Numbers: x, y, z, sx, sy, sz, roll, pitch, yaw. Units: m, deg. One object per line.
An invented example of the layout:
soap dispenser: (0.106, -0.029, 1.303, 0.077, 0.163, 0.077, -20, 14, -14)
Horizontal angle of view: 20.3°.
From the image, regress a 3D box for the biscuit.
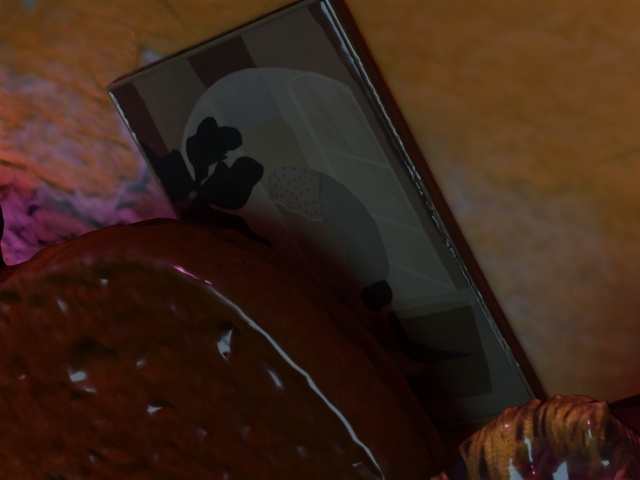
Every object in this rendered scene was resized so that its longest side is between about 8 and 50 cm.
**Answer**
biscuit: (-0.092, 0.129, 0.883, 0.394, 0.070, 0.350, -23, 99, 44)

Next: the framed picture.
framed picture: (0.000, 0.000, 0.784, 0.136, 0.010, 0.201, -17, 108, 41)

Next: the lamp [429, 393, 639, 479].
lamp: (0.135, 0.155, 0.644, 0.247, 0.247, 0.247, 17, 126, 25)
